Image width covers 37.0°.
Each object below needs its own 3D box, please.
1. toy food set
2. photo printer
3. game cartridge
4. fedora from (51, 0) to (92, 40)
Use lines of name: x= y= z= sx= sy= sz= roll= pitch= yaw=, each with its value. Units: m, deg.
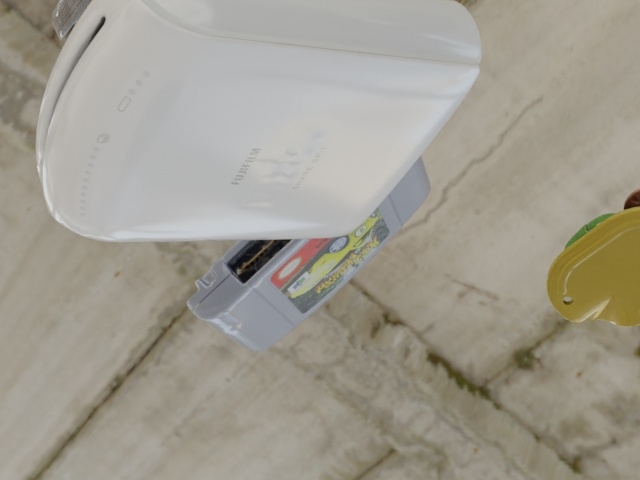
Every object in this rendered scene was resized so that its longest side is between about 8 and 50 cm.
toy food set: x=0.342 y=0.006 z=1.024 sx=0.128 sy=0.071 sz=0.218 roll=39 pitch=-56 yaw=-15
photo printer: x=-0.060 y=-0.100 z=0.753 sx=0.256 sy=0.307 sz=0.107 roll=-52 pitch=-131 yaw=44
game cartridge: x=0.000 y=0.000 z=1.045 sx=0.294 sy=0.196 sz=0.060 roll=-43 pitch=-109 yaw=-2
fedora: x=-0.183 y=-0.314 z=1.084 sx=0.124 sy=0.275 sz=0.243 roll=36 pitch=-27 yaw=-17
